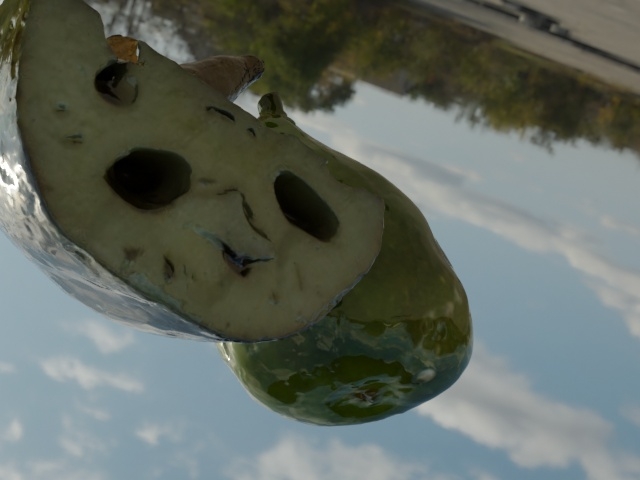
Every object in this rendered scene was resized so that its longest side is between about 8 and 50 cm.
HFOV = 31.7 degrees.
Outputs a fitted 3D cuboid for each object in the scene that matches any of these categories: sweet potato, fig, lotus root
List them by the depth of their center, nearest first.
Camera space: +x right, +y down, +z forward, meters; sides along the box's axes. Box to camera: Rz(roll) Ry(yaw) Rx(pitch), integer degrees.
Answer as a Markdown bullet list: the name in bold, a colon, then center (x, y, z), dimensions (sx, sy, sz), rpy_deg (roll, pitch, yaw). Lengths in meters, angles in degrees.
- **lotus root**: center (-0.090, -0.027, 0.603), dimensions (0.235, 0.138, 0.119), rpy_deg (37, 153, -26)
- **fig**: center (-0.004, 0.030, 1.028), dimensions (0.233, 0.233, 0.314), rpy_deg (12, -156, -31)
- **sweet potato**: center (-0.172, -0.204, 1.438), dimensions (0.085, 0.112, 0.286), rpy_deg (31, -153, 36)
